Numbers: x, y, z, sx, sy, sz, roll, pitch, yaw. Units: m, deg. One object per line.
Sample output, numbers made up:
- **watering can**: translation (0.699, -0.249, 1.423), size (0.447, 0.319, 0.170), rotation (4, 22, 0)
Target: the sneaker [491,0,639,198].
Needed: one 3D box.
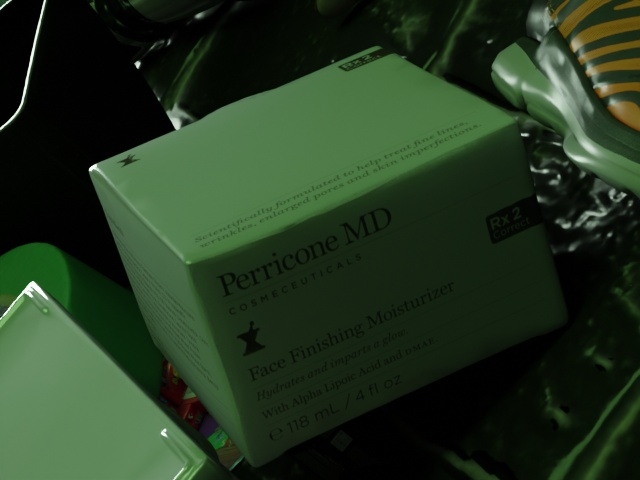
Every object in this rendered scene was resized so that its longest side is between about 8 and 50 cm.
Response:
- **sneaker**: translation (0.183, -0.110, 0.830), size (0.180, 0.124, 0.321), rotation (-68, 25, 13)

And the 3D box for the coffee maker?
- **coffee maker**: translation (-0.130, -0.243, 1.510), size (0.178, 0.120, 0.171), rotation (-21, 37, 45)

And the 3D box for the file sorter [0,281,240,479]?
- **file sorter**: translation (-0.108, 0.178, 0.900), size (0.193, 0.173, 0.277), rotation (-50, 28, -5)

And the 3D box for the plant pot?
- **plant pot**: translation (-0.204, -0.047, 1.327), size (0.188, 0.167, 0.187), rotation (-35, 31, 26)

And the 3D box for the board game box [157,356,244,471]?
- **board game box**: translation (-0.063, 0.080, 1.108), size (0.169, 0.033, 0.133), rotation (-47, 28, 8)

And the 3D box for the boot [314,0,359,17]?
- **boot**: translation (0.051, -0.195, 1.269), size (0.118, 0.042, 0.087), rotation (-56, 35, 4)

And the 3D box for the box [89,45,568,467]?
- **box**: translation (0.000, 0.000, 0.947), size (0.181, 0.119, 0.182), rotation (-24, 24, -13)

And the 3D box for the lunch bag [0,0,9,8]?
- **lunch bag**: translation (-0.289, -0.177, 1.592), size (0.176, 0.090, 0.219), rotation (-98, 16, -59)

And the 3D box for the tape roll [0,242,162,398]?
- **tape roll**: translation (-0.227, 0.156, 1.176), size (0.321, 0.077, 0.321), rotation (-41, 29, 29)

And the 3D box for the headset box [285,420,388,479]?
- **headset box**: translation (-0.009, 0.096, 0.977), size (0.032, 0.062, 0.083), rotation (-50, 29, -1)
